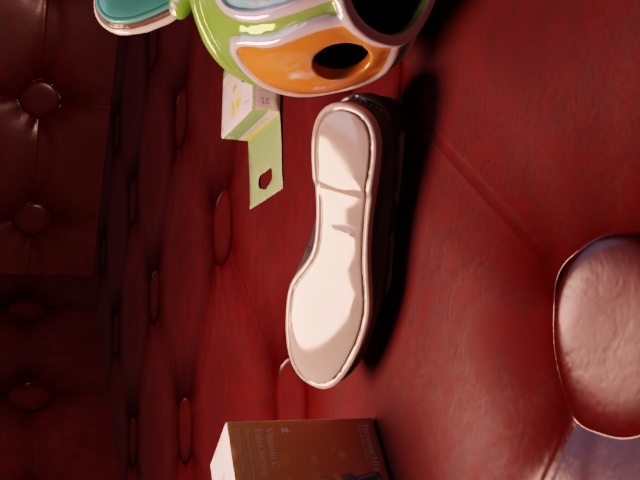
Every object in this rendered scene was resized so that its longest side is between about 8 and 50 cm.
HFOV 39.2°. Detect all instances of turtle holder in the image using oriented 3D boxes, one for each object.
[{"bbox_3d":[0.022,-0.293,0.884,0.320,0.243,0.227,-51,36,-12],"label":"turtle holder"}]

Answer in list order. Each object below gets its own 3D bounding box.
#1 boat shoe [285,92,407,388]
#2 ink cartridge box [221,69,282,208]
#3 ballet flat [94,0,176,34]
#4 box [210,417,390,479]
[{"bbox_3d":[0.039,0.005,0.975,0.112,0.095,0.335,22,117,30],"label":"boat shoe"},{"bbox_3d":[-0.109,-0.182,1.418,0.171,0.056,0.235,157,116,-67],"label":"ink cartridge box"},{"bbox_3d":[-0.146,-0.428,1.248,0.400,0.139,0.139,-48,28,3],"label":"ballet flat"},{"bbox_3d":[-0.020,0.268,0.955,0.091,0.170,0.130,111,153,-43],"label":"box"}]
